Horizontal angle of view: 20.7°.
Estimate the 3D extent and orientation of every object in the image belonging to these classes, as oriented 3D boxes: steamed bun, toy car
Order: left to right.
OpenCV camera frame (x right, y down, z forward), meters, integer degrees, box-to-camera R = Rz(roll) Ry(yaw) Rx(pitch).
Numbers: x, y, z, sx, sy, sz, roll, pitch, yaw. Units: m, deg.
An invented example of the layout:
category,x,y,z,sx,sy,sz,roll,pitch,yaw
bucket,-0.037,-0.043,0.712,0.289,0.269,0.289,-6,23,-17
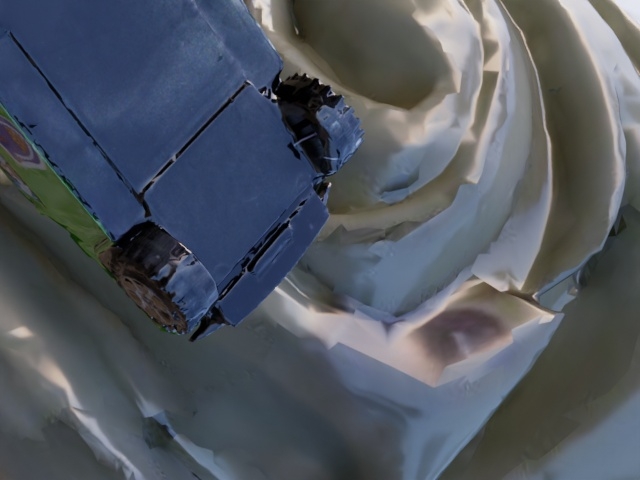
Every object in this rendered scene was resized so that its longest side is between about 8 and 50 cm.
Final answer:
category,x,y,z,sx,sy,sz,roll,pitch,yaw
toy car,-0.060,-0.052,0.399,0.071,0.165,0.062,-48,-150,-22
steamed bun,0.000,0.000,0.704,0.255,0.367,0.343,115,-35,-64
